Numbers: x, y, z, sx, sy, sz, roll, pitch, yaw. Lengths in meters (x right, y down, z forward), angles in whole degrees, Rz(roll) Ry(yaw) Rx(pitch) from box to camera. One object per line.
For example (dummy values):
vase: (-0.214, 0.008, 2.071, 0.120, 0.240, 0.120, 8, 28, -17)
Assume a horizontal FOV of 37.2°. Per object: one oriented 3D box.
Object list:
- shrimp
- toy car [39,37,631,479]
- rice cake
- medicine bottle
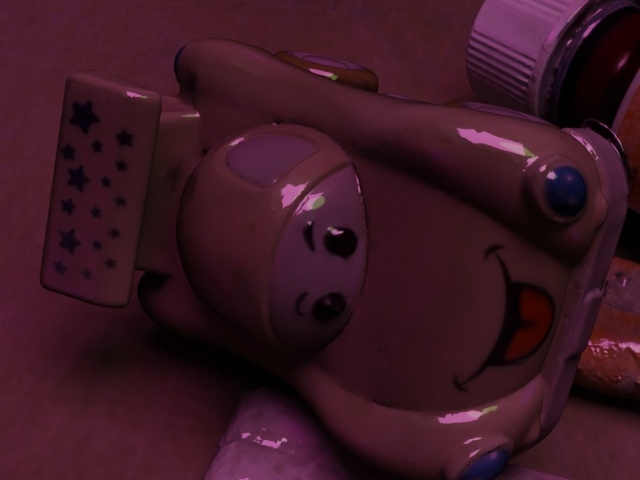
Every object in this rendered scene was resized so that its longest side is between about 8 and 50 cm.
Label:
shrimp: (0.303, 0.073, 0.784, 0.317, 0.077, 0.168, 13, 40, 10)
toy car: (0.000, 0.000, 0.643, 0.336, 0.242, 0.226, 25, 20, 36)
rice cake: (0.067, 0.184, 0.650, 0.298, 0.050, 0.106, 16, 43, 9)
medicine bottle: (0.320, -0.129, 0.902, 0.242, 0.242, 0.395, -28, 45, -32)
